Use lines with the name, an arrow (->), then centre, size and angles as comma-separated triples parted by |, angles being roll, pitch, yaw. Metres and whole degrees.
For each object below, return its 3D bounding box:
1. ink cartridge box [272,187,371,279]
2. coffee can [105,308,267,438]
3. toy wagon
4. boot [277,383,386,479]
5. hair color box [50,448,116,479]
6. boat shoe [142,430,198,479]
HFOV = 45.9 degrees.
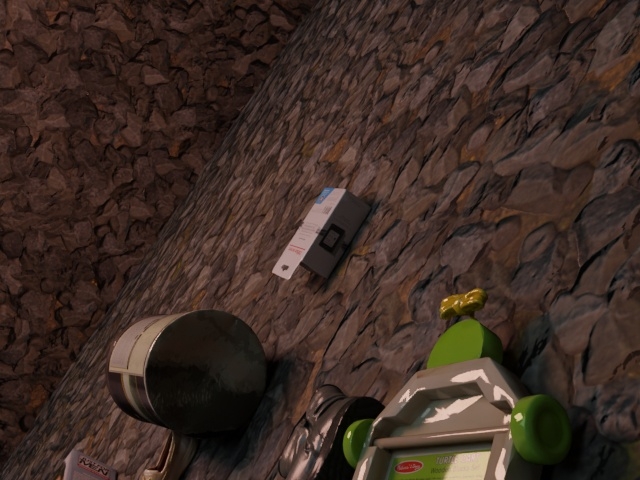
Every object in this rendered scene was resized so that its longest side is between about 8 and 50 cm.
ink cartridge box -> 0.000, 0.000, 1.298 | 0.180, 0.060, 0.104 | -58, 20, -6
coffee can -> -0.236, 0.221, 1.287 | 0.275, 0.201, 0.201 | -15, 44, 62
toy wagon -> 0.113, 0.204, 0.701 | 0.267, 0.068, 0.344 | -27, 34, 53
boot -> -0.015, 0.284, 0.882 | 0.246, 0.083, 0.161 | -56, 12, -18
hair color box -> -0.492, 0.588, 1.436 | 0.185, 0.113, 0.374 | -54, 19, 7
boat shoe -> -0.276, 0.406, 1.299 | 0.063, 0.059, 0.170 | -15, 44, 62
